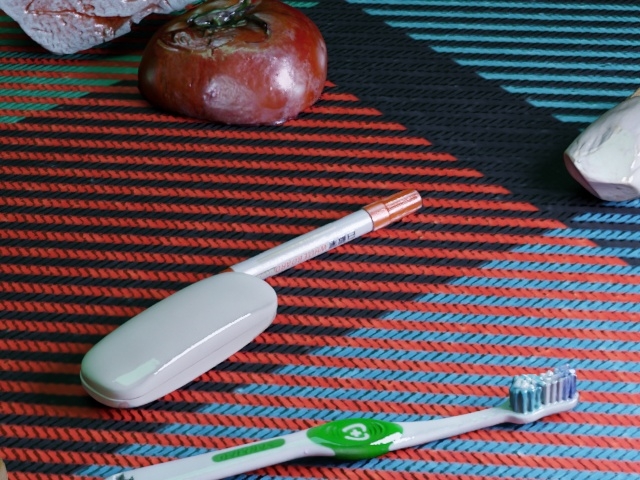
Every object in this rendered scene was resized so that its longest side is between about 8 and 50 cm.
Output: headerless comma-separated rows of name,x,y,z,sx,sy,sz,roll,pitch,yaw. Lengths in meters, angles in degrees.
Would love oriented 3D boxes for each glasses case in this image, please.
glasses case,-0.126,0.088,1.579,0.204,0.051,0.081,-30,44,-33

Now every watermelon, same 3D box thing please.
watermelon,-0.301,-0.323,2.083,0.201,0.213,0.261,-53,32,-12

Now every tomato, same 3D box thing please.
tomato,-0.099,-0.221,1.981,0.228,0.101,0.228,-4,35,3

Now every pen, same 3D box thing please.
pen,0.000,0.000,1.718,0.239,0.028,0.028,-24,40,-27

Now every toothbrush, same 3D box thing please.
toothbrush,0.019,0.171,1.472,0.418,0.040,0.042,-13,37,-7

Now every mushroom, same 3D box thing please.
mushroom,0.323,-0.101,1.793,0.097,0.088,0.212,-19,15,38

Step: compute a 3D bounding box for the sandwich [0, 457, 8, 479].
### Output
sandwich,-0.250,0.286,1.253,0.063,0.245,0.212,-4,0,5
